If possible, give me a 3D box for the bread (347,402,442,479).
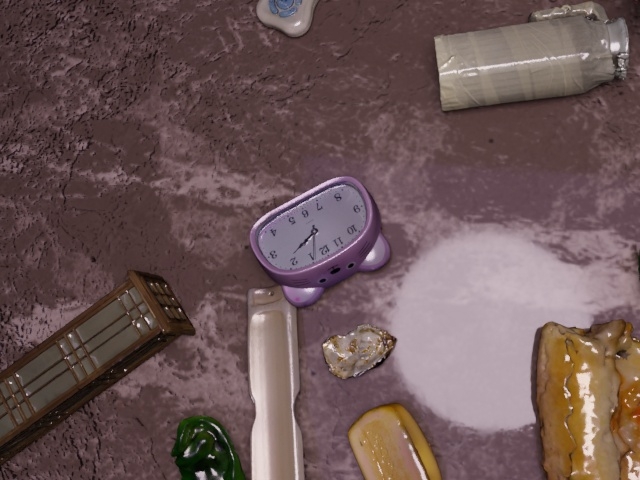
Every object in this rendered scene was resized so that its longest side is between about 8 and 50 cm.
[{"bbox_3d":[0.083,0.230,0.746,0.082,0.056,0.115,-41,61,22],"label":"bread"}]

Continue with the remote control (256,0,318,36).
[{"bbox_3d":[-0.026,-0.315,0.876,0.074,0.032,0.122,27,86,16],"label":"remote control"}]

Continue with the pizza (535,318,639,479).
[{"bbox_3d":[0.386,0.303,0.656,0.435,0.080,0.392,14,84,16],"label":"pizza"}]

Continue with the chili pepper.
[{"bbox_3d":[-0.114,0.321,0.767,0.100,0.074,0.257,-8,71,-5],"label":"chili pepper"}]

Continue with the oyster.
[{"bbox_3d":[0.045,0.123,0.792,0.083,0.019,0.054,-22,75,10],"label":"oyster"}]

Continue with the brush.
[{"bbox_3d":[-0.045,0.208,0.788,0.060,0.050,0.321,-8,71,14],"label":"brush"}]

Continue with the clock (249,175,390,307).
[{"bbox_3d":[0.000,0.000,0.796,0.153,0.050,0.110,-28,69,2],"label":"clock"}]

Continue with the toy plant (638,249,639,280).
[{"bbox_3d":[0.436,0.035,0.689,0.240,0.088,0.154,22,98,4],"label":"toy plant"}]

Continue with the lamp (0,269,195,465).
[{"bbox_3d":[-0.307,0.164,0.828,0.325,0.089,0.090,-35,76,6],"label":"lamp"}]

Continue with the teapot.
[{"bbox_3d":[0.229,-0.209,0.784,0.200,0.077,0.107,-5,60,12],"label":"teapot"}]
